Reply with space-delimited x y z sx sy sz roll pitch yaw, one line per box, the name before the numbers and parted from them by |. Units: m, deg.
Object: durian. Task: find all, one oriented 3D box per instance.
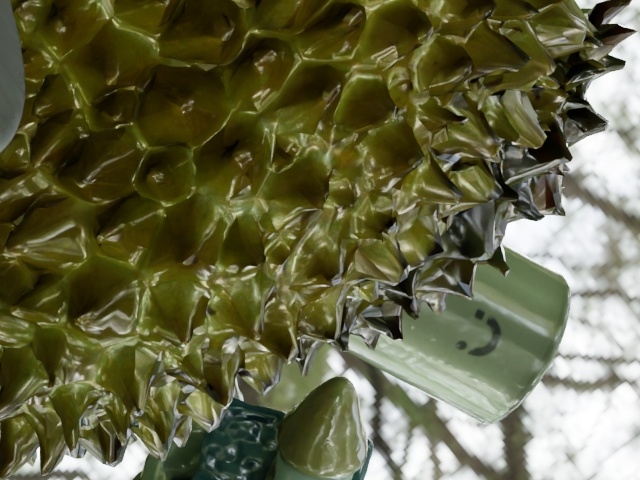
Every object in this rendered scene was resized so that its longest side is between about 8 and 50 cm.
durian | -0.028 -0.067 0.532 0.258 0.258 0.293 -28 -168 45

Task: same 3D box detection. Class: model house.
model house | -0.066 0.195 1.205 0.267 0.194 0.325 -73 -177 -53

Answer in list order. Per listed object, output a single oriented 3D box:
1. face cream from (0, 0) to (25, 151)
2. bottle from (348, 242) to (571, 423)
face cream | -0.185 -0.056 0.285 0.179 0.218 0.218 -33 -169 9
bottle | 0.000 0.000 0.714 0.072 0.201 0.072 -55 -164 24
